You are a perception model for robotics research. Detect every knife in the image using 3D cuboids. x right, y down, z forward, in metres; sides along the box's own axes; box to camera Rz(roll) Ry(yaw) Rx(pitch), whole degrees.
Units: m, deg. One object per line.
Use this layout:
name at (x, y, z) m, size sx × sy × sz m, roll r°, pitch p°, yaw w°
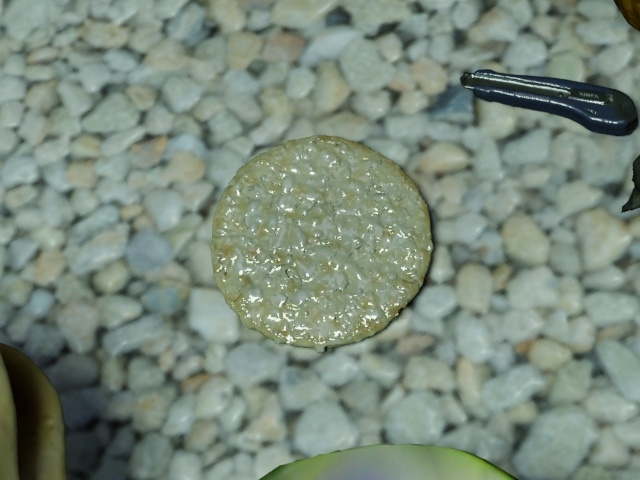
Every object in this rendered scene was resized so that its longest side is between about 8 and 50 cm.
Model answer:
knife at (0.152, -0.094, 0.895) m, size 0.121 × 0.018 × 0.031 m, roll 12°, pitch 67°, yaw 13°

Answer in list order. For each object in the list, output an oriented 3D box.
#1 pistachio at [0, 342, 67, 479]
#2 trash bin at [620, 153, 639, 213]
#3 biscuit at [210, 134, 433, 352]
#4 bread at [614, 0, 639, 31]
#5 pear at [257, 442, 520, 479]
pistachio at (-0.283, 0.182, 0.674) m, size 0.445 × 0.281 × 0.365 m, roll 33°, pitch 82°, yaw 36°
trash bin at (0.351, -0.017, 0.737) m, size 0.301 × 0.203 × 0.252 m, roll 40°, pitch 113°, yaw 22°
biscuit at (0.000, 0.000, 0.870) m, size 0.152 × 0.020 × 0.152 m, roll -2°, pitch 68°, yaw 5°
bread at (0.232, -0.259, 0.829) m, size 0.142 × 0.253 × 0.227 m, roll -11°, pitch 69°, yaw -1°
pear at (0.027, 0.306, 0.609) m, size 0.399 × 0.165 × 0.399 m, roll -32°, pitch 38°, yaw 29°
